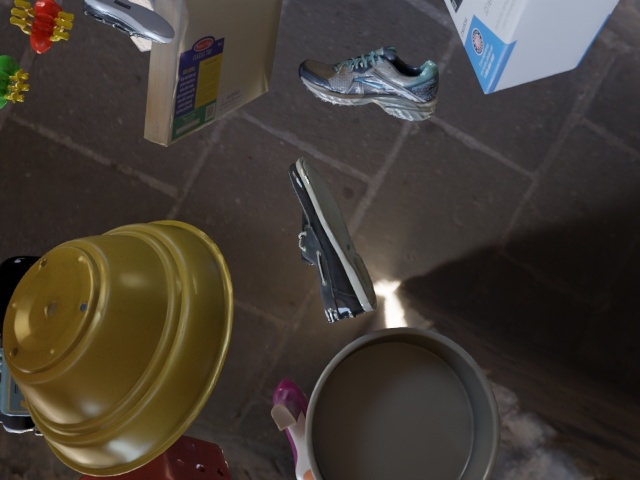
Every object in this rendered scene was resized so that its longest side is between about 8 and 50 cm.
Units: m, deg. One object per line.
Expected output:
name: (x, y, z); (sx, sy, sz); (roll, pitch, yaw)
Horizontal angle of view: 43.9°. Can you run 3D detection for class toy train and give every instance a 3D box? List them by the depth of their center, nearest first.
toy train: (-0.583, 0.258, 1.670); (0.190, 0.142, 0.334); (5, 107, -15)

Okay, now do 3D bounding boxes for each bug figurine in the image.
bug figurine: (-0.528, -0.315, 1.203); (0.278, 0.072, 0.216); (16, 75, -13)

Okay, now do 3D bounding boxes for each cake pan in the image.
cake pan: (0.115, 0.271, 1.141); (0.293, 0.054, 0.293); (2, 82, -14)

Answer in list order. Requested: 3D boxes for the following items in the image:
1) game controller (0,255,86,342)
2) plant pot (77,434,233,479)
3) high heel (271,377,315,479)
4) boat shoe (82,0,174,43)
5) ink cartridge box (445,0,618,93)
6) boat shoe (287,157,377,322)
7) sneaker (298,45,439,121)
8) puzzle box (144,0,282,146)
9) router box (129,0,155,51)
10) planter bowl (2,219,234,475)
game controller: (-0.398, 0.112, 1.375); (0.319, 0.067, 0.167); (6, 69, -38)
plant pot: (-0.325, 0.561, 1.693); (0.267, 0.267, 0.236); (28, 108, -40)
high heel: (-0.024, 0.384, 1.531); (0.082, 0.117, 0.244); (-28, 103, 17)
boat shoe: (-0.285, -0.326, 1.175); (0.142, 0.049, 0.040); (27, 134, -8)
ink cartridge box: (0.206, -0.360, 0.889); (0.129, 0.223, 0.308); (-17, 73, -5)
boat shoe: (0.000, 0.000, 1.097); (0.079, 0.084, 0.233); (-22, 90, 20)
sneaker: (0.099, -0.332, 1.560); (0.282, 0.110, 0.122); (11, 129, 0)
puzzle box: (-0.185, -0.362, 1.470); (0.052, 0.409, 0.272); (21, 120, 14)
router box: (-0.329, -0.533, 1.337); (0.082, 0.335, 0.301); (-8, 75, 6)
planter bowl: (-0.180, 0.066, 0.620); (0.217, 0.217, 0.090); (-49, 140, 4)
